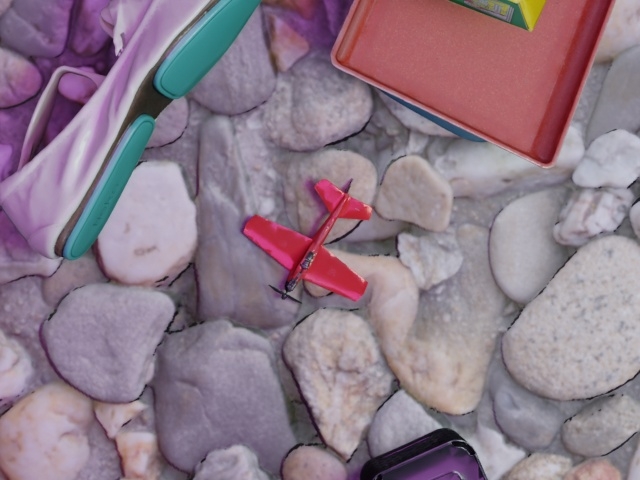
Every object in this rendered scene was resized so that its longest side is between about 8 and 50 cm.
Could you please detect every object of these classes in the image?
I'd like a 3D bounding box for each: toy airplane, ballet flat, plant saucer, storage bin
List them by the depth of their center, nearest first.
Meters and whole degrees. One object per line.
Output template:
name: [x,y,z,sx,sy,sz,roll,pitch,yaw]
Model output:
ballet flat: [-0.202,-0.168,1.818,0.139,0.139,0.400,35,91,-6]
plant saucer: [0.163,-0.228,1.849,0.258,0.048,0.259,25,68,-6]
toy airplane: [0.000,0.000,1.888,0.151,0.028,0.151,-1,94,-7]
storage bin: [0.131,0.306,1.889,0.122,0.084,0.180,-24,96,-4]

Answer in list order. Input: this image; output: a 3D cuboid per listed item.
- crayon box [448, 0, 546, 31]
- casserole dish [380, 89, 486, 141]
crayon box: [0.105,-0.422,1.769,0.363,0.106,0.313,23,88,17]
casserole dish: [0.140,-0.183,1.889,0.188,0.037,0.114,29,90,-7]
